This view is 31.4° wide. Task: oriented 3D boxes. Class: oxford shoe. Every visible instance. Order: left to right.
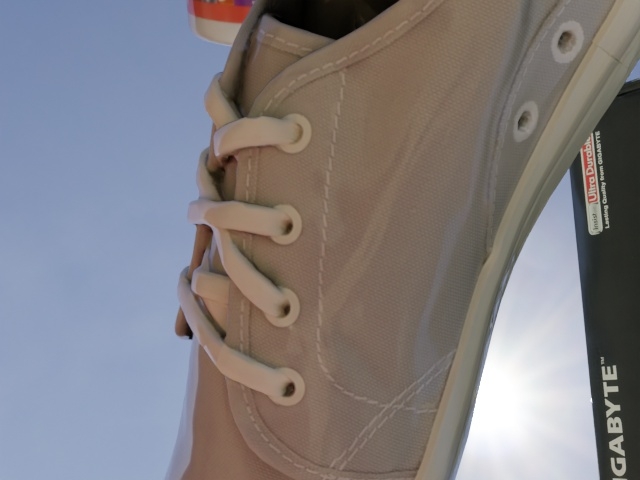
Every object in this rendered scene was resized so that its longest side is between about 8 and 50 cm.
[{"bbox_3d":[0.000,0.000,0.454,0.130,0.449,0.169,18,11,-34],"label":"oxford shoe"}]

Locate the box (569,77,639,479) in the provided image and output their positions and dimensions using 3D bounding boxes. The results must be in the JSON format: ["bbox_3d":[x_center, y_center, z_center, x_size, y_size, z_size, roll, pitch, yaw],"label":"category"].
[{"bbox_3d":[0.196,0.026,0.506,0.175,0.051,0.220,-13,-102,56],"label":"box"}]

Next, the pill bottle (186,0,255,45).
[{"bbox_3d":[-0.027,-0.216,0.661,0.108,0.108,0.193,13,-67,31],"label":"pill bottle"}]
